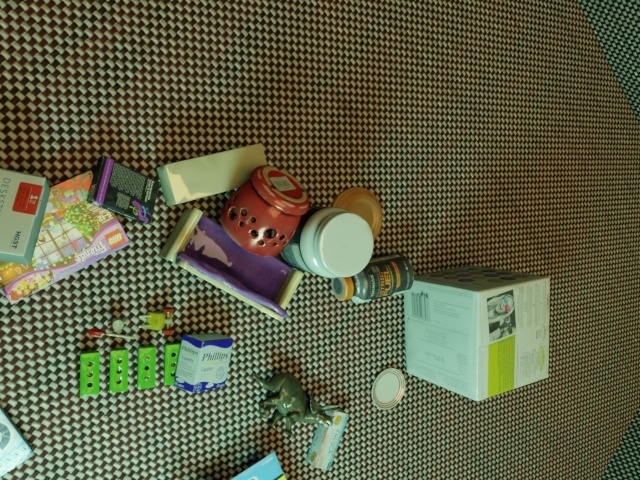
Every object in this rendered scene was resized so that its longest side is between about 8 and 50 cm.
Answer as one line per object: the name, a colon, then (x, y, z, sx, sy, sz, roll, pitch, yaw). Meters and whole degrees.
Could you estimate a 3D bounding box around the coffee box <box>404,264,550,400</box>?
coffee box: (0.509, 0.281, 1.820, 0.335, 0.338, 0.337, -7, 98, -30)

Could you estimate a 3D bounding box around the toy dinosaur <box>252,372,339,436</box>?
toy dinosaur: (-0.102, 0.463, 1.625, 0.313, 0.121, 0.160, 49, 59, -20)

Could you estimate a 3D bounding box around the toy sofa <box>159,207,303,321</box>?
toy sofa: (-0.221, 0.066, 1.460, 0.363, 0.177, 0.150, 33, 78, -28)

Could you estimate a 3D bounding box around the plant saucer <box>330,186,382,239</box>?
plant saucer: (0.118, -0.068, 1.728, 0.200, 0.037, 0.199, -3, 97, -30)

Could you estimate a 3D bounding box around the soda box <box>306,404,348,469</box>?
soda box: (0.022, 0.613, 1.727, 0.063, 0.058, 0.183, 24, 83, -30)

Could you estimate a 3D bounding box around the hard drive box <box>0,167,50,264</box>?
hard drive box: (-0.709, -0.062, 1.147, 0.232, 0.089, 0.181, 10, 71, -16)

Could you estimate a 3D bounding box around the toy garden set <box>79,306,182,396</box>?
toy garden set: (-0.479, 0.274, 1.404, 0.244, 0.049, 0.203, 0, 97, -30)

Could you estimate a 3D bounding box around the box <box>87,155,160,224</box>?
box: (-0.471, -0.118, 1.336, 0.162, 0.029, 0.116, 27, 63, -45)

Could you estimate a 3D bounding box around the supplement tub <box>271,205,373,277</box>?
supplement tub: (0.000, 0.000, 1.527, 0.191, 0.272, 0.191, -3, 96, -31)

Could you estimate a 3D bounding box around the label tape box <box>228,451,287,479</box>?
label tape box: (-0.200, 0.794, 1.585, 0.249, 0.115, 0.347, -26, 105, -27)

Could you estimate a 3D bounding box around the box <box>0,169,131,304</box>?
box: (-0.623, -0.014, 1.280, 0.293, 0.057, 0.200, -32, 110, -24)

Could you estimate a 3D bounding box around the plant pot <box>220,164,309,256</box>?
plant pot: (-0.133, -0.080, 1.412, 0.191, 0.191, 0.174, 23, 124, -30)

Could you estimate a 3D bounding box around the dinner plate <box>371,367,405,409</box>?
dinner plate: (0.226, 0.497, 1.861, 0.141, 0.017, 0.141, -4, 97, -30)

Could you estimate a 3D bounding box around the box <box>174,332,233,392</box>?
box: (-0.307, 0.321, 1.467, 0.126, 0.072, 0.137, 11, 89, -59)

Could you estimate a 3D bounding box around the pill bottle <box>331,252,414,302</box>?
pill bottle: (0.157, 0.121, 1.716, 0.246, 0.130, 0.130, -10, 100, -29)

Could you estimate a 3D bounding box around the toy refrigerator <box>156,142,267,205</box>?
toy refrigerator: (-0.278, -0.175, 1.452, 0.270, 0.094, 0.102, -20, 101, -30)

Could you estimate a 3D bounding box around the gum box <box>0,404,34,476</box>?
gum box: (-0.773, 0.459, 1.249, 0.157, 0.041, 0.184, -34, 110, -24)
